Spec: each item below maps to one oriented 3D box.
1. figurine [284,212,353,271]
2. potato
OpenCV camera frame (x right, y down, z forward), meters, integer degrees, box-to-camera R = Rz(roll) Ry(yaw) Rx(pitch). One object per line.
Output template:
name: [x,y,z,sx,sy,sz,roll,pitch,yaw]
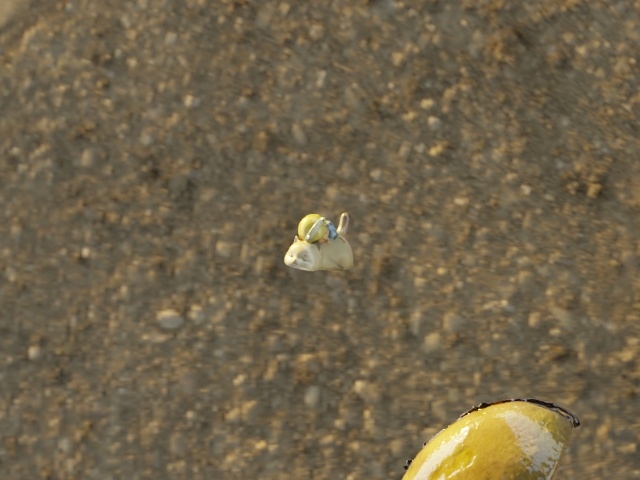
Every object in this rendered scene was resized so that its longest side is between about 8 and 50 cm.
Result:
figurine: [0.000,0.000,1.217,0.047,0.083,0.051,8,95,26]
potato: [0.123,0.257,1.249,0.120,0.100,0.261,28,111,1]
